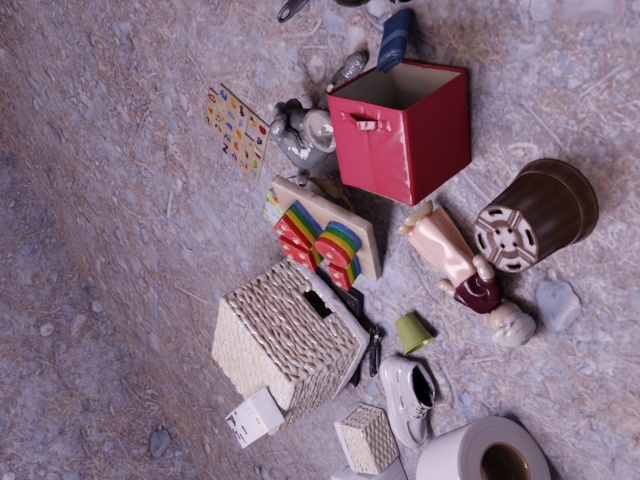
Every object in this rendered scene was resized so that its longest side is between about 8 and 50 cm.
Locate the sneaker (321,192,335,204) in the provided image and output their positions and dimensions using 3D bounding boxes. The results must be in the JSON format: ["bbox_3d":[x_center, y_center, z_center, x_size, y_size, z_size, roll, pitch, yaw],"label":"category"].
[{"bbox_3d":[0.041,-0.069,1.690,0.069,0.038,0.098,9,131,45],"label":"sneaker"}]

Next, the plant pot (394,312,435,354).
[{"bbox_3d":[0.213,0.214,1.655,0.079,0.083,0.083,61,146,18],"label":"plant pot"}]

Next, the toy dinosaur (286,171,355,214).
[{"bbox_3d":[0.015,-0.125,1.619,0.183,0.093,0.053,31,112,-11],"label":"toy dinosaur"}]

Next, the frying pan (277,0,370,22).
[{"bbox_3d":[0.035,-0.502,1.369,0.197,0.053,0.326,48,143,15],"label":"frying pan"}]

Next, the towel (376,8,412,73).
[{"bbox_3d":[0.135,-0.369,1.299,0.029,0.120,0.067,27,150,-25],"label":"towel"}]

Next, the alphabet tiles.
[{"bbox_3d":[-0.228,-0.292,1.876,0.237,0.009,0.198,44,142,21],"label":"alphabet tiles"}]

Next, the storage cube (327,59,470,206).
[{"bbox_3d":[0.148,-0.205,1.315,0.183,0.215,0.193,22,136,40],"label":"storage cube"}]

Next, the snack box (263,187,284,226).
[{"bbox_3d":[-0.085,-0.062,1.842,0.141,0.037,0.100,42,142,23],"label":"snack box"}]

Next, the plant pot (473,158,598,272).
[{"bbox_3d":[0.361,-0.033,1.217,0.167,0.165,0.167,30,136,34],"label":"plant pot"}]

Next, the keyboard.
[{"bbox_3d":[0.091,0.264,1.869,0.201,0.033,0.317,35,139,39],"label":"keyboard"}]

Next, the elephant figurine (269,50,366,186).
[{"bbox_3d":[0.020,-0.254,1.497,0.239,0.169,0.186,-11,136,37],"label":"elephant figurine"}]

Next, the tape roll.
[{"bbox_3d":[0.357,0.526,1.554,0.246,0.246,0.169,53,143,8],"label":"tape roll"}]

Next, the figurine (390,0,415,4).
[{"bbox_3d":[0.154,-0.537,1.153,0.215,0.092,0.210,-32,84,39],"label":"figurine"}]

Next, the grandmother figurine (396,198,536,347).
[{"bbox_3d":[0.303,0.074,1.430,0.342,0.104,0.208,50,171,8],"label":"grandmother figurine"}]

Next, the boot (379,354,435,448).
[{"bbox_3d":[0.231,0.410,1.746,0.123,0.095,0.258,1,114,58],"label":"boot"}]

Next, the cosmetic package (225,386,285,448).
[{"bbox_3d":[-0.172,0.459,1.812,0.099,0.060,0.239,55,148,10],"label":"cosmetic package"}]

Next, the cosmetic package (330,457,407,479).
[{"bbox_3d":[0.155,0.720,2.013,0.151,0.151,0.184,-4,110,52],"label":"cosmetic package"}]

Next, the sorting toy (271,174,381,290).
[{"bbox_3d":[0.000,0.000,1.626,0.257,0.089,0.255,29,160,23],"label":"sorting toy"}]

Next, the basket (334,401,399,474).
[{"bbox_3d":[0.131,0.550,1.955,0.103,0.113,0.167,-4,112,49],"label":"basket"}]

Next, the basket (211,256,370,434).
[{"bbox_3d":[-0.096,0.279,1.878,0.328,0.266,0.331,48,147,22],"label":"basket"}]
